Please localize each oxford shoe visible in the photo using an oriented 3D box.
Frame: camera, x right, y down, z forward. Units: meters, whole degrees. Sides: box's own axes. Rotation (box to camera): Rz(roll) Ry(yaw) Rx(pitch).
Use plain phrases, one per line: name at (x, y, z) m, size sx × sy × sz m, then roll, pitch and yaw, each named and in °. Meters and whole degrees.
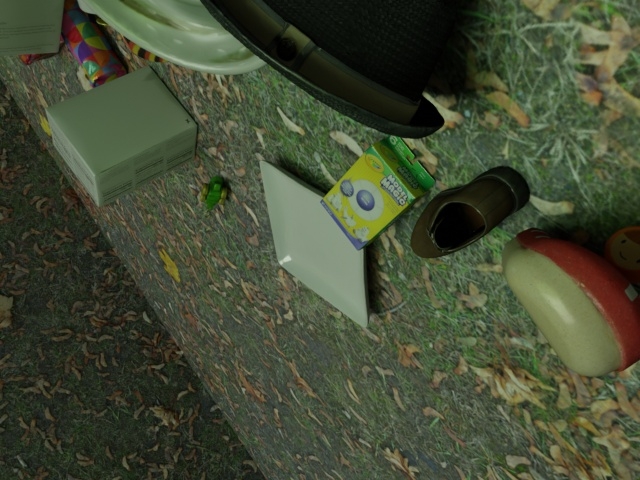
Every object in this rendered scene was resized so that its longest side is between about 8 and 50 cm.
oxford shoe at (0.168, -0.020, 0.802) m, size 0.082 × 0.096 × 0.227 m, roll 51°, pitch 154°, yaw 6°

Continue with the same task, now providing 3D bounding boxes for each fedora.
fedora at (0.029, -0.262, 0.656) m, size 0.334 × 0.334 × 0.152 m, roll 46°, pitch 118°, yaw 19°

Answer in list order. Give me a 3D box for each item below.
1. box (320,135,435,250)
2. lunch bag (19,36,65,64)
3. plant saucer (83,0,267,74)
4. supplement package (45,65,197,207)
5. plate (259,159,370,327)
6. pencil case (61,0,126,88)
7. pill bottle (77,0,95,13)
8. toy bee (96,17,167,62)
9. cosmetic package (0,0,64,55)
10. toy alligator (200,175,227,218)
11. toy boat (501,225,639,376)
box at (0.084, -0.072, 0.906) m, size 0.105 × 0.043 × 0.179 m, roll 52°, pitch 135°, yaw 8°
lunch bag at (-0.872, -0.677, 1.776) m, size 0.293 × 0.120 × 0.258 m, roll 0°, pitch 116°, yaw 57°
plant saucer at (-0.215, -0.415, 0.875) m, size 0.401 × 0.100 × 0.400 m, roll 20°, pitch 159°, yaw 8°
supplement package at (-0.453, -0.243, 1.388) m, size 0.204 × 0.262 × 0.145 m, roll 51°, pitch 152°, yaw 12°
plate at (0.000, 0.000, 1.152) m, size 0.278 × 0.045 × 0.277 m, roll 34°, pitch 144°, yaw 37°
pencil case at (-0.590, -0.492, 1.517) m, size 0.236 × 0.104 × 0.104 m, roll 60°, pitch 153°, yaw 0°
pill bottle at (-0.462, -0.575, 1.203) m, size 0.119 × 0.119 × 0.208 m, roll 39°, pitch 149°, yaw 30°
toy bee at (-0.392, -0.476, 1.151) m, size 0.195 × 0.162 × 0.298 m, roll -59°, pitch -47°, yaw -71°
cosmetic package at (-0.693, -0.613, 1.327) m, size 0.156 × 0.217 × 0.385 m, roll 46°, pitch 131°, yaw 21°
toy alligator at (-0.262, -0.111, 1.458) m, size 0.189 × 0.056 × 0.051 m, roll 131°, pitch 146°, yaw -63°
toy boat at (0.288, 0.040, 0.629) m, size 0.151 × 0.151 × 0.231 m, roll 55°, pitch -165°, yaw 2°
